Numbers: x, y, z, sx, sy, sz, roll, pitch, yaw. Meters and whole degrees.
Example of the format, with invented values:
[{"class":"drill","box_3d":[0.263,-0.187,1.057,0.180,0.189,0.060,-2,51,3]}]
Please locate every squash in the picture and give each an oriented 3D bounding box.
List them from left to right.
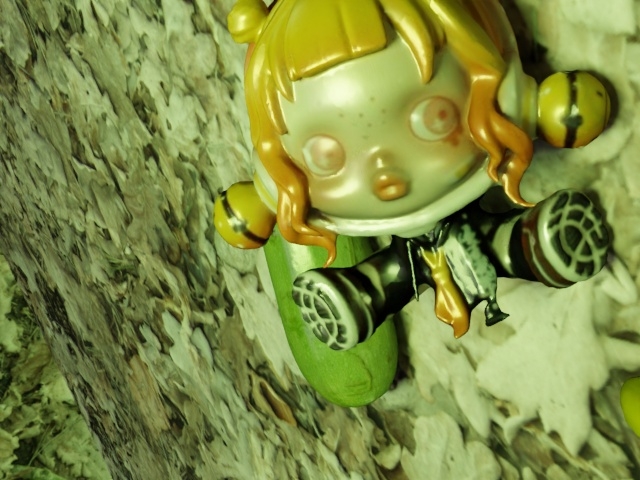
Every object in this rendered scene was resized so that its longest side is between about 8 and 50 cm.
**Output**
[{"class":"squash","box_3d":[-0.006,0.003,0.940,0.118,0.118,0.371,-2,108,56]}]

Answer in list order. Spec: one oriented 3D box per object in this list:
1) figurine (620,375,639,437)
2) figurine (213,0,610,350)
[{"class":"figurine","box_3d":[0.333,0.156,0.507,0.327,0.169,0.218,46,128,23]},{"class":"figurine","box_3d":[0.058,-0.089,0.708,0.320,0.196,0.323,-16,111,15]}]
